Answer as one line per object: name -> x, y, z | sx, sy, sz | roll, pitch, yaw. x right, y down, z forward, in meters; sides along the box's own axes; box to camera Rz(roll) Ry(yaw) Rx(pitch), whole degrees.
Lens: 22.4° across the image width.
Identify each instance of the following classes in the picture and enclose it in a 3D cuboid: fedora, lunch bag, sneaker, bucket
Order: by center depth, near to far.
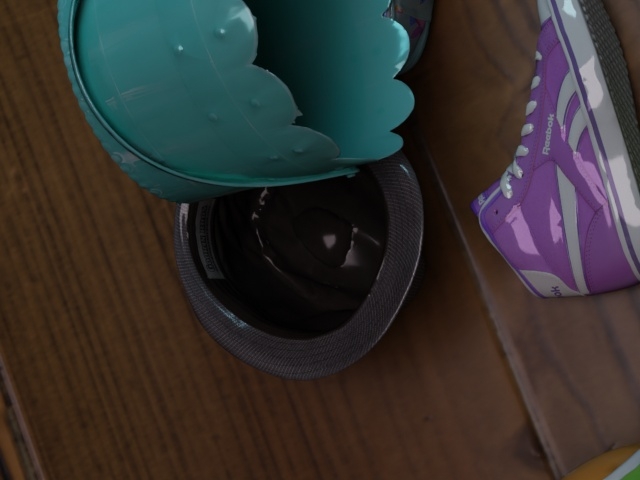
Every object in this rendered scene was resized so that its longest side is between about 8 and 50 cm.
bucket -> -0.069, -0.167, 1.309 | 0.183, 0.281, 0.281 | -19, 82, 29
sneaker -> 0.191, -0.088, 1.391 | 0.161, 0.102, 0.282 | -14, 83, 26
fedora -> 0.000, 0.000, 1.455 | 0.275, 0.124, 0.244 | 24, 96, 33
lunch bag -> -0.006, -0.290, 1.475 | 0.224, 0.108, 0.279 | 5, 91, 25

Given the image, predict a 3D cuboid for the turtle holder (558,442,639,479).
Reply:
turtle holder -> 0.300, 0.289, 1.256 | 0.320, 0.227, 0.243 | 18, 138, 21
